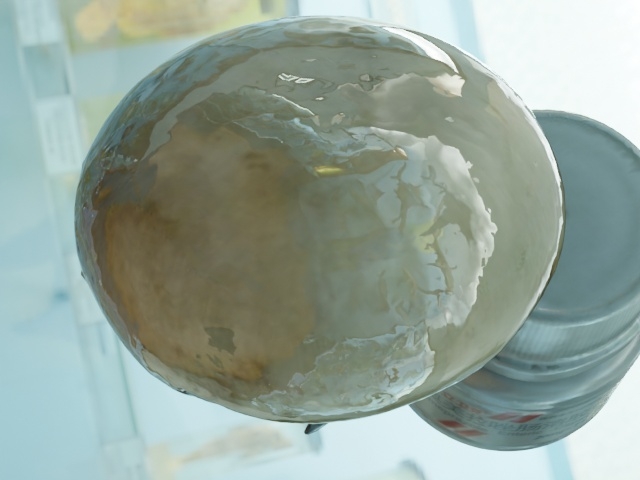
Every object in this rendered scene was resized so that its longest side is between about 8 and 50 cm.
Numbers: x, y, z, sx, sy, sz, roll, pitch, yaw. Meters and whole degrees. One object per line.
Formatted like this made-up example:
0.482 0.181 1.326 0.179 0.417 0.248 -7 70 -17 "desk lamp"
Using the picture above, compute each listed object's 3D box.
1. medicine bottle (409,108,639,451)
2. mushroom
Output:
0.184 0.039 1.487 0.306 0.245 0.245 98 -26 -65 "medicine bottle"
0.000 0.000 1.225 0.362 0.362 0.295 -127 -156 -47 "mushroom"
